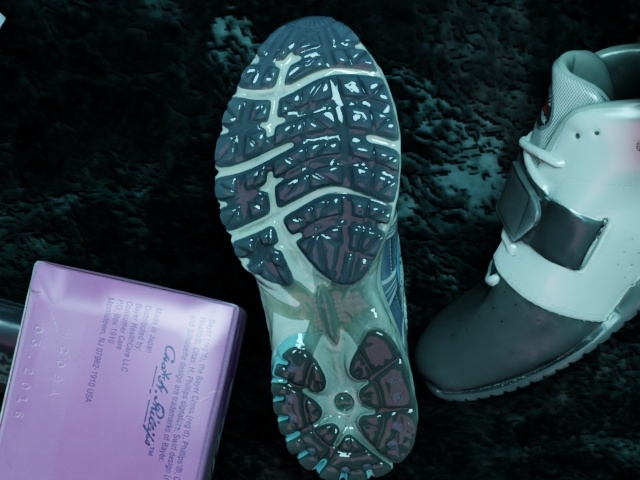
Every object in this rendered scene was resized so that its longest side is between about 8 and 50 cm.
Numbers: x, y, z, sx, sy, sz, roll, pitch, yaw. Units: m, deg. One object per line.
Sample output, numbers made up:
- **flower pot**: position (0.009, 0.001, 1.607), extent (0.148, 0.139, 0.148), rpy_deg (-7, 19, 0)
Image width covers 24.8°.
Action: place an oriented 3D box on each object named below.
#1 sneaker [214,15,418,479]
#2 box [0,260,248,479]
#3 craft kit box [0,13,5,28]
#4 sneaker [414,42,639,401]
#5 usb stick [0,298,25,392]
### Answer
- **sneaker**: position (0.000, 0.000, 0.904), extent (0.110, 0.122, 0.283), rpy_deg (-3, 105, 4)
- **box**: position (-0.124, 0.133, 0.893), extent (0.117, 0.243, 0.214), rpy_deg (13, 86, -2)
- **craft kit box**: position (-0.364, -0.136, 0.885), extent (0.250, 0.061, 0.246), rpy_deg (-33, 120, 31)
- **sneaker**: position (0.157, -0.035, 0.850), extent (0.146, 0.122, 0.330), rpy_deg (44, 117, -14)
- **usb stick**: position (-0.241, 0.072, 1.043), extent (0.278, 0.045, 0.077), rpy_deg (15, 123, -2)
